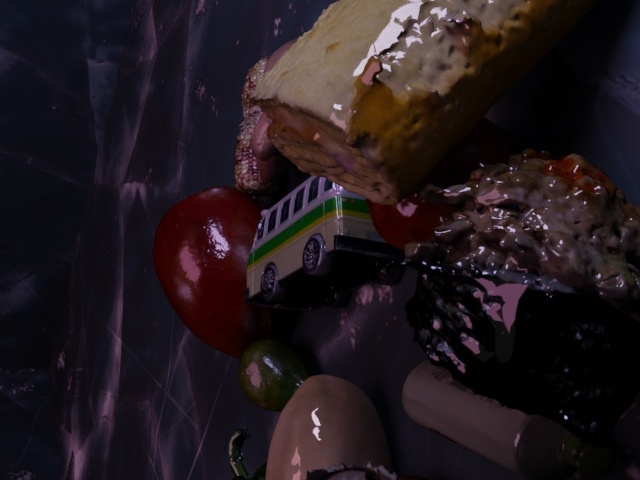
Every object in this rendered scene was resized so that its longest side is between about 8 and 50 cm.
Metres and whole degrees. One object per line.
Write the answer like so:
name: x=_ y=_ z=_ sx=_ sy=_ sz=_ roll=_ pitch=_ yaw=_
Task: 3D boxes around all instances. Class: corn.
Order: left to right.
corn: x=-0.118 y=-0.225 z=1.343 sx=0.098 sy=0.098 sz=0.290 roll=-11 pitch=74 yaw=58

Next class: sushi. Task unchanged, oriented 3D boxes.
sushi: x=0.207 y=0.031 z=0.617 sx=0.225 sy=0.238 sz=0.219 roll=32 pitch=109 yaw=40

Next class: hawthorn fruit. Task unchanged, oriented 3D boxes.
hawthorn fruit: x=0.127 y=-0.066 z=0.796 sx=0.179 sy=0.200 sz=0.179 roll=-8 pitch=81 yaw=64

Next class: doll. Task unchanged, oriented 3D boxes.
doll: x=-0.026 y=-0.205 z=1.168 sx=0.201 sy=0.156 sz=0.303 roll=-57 pitch=-12 yaw=-36

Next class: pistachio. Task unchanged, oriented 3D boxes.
pistachio: x=0.013 y=0.346 z=0.957 sx=0.187 sy=0.187 sz=0.299 roll=-28 pitch=56 yaw=55

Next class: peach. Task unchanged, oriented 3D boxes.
peach: x=-0.196 y=0.072 z=1.250 sx=0.257 sy=0.201 sz=0.362 roll=-24 pitch=78 yaw=41

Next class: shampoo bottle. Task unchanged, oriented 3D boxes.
shampoo bottle: x=0.199 y=0.190 z=0.705 sx=0.234 sy=0.118 sz=0.087 roll=11 pitch=96 yaw=59

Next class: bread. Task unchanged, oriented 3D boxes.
bread: x=0.119 y=-0.212 z=0.695 sx=0.375 sy=0.165 sz=0.236 roll=-43 pitch=31 yaw=-11

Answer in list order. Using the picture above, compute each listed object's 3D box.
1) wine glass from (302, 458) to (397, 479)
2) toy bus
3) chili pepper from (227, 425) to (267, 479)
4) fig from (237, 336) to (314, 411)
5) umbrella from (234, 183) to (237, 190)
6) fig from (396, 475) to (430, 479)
wine glass: x=0.150 y=0.288 z=0.554 sx=0.190 sy=0.356 sz=0.191 roll=-37 pitch=43 yaw=44
toy bus: x=0.000 y=0.000 z=1.054 sx=0.305 sy=0.143 sz=0.179 roll=-33 pitch=55 yaw=54
chili pepper: x=-0.094 y=0.437 z=1.111 sx=0.261 sy=0.173 sz=0.165 roll=51 pitch=164 yaw=49
fig: x=-0.063 y=0.236 z=1.145 sx=0.156 sy=0.123 sz=0.123 roll=12 pitch=95 yaw=47
umbrella: x=-0.198 y=-0.011 z=1.466 sx=0.071 sy=0.070 sz=0.248 roll=34 pitch=115 yaw=56
fig: x=0.113 y=0.400 z=0.826 sx=0.146 sy=0.133 sz=0.201 roll=-161 pitch=63 yaw=-73
